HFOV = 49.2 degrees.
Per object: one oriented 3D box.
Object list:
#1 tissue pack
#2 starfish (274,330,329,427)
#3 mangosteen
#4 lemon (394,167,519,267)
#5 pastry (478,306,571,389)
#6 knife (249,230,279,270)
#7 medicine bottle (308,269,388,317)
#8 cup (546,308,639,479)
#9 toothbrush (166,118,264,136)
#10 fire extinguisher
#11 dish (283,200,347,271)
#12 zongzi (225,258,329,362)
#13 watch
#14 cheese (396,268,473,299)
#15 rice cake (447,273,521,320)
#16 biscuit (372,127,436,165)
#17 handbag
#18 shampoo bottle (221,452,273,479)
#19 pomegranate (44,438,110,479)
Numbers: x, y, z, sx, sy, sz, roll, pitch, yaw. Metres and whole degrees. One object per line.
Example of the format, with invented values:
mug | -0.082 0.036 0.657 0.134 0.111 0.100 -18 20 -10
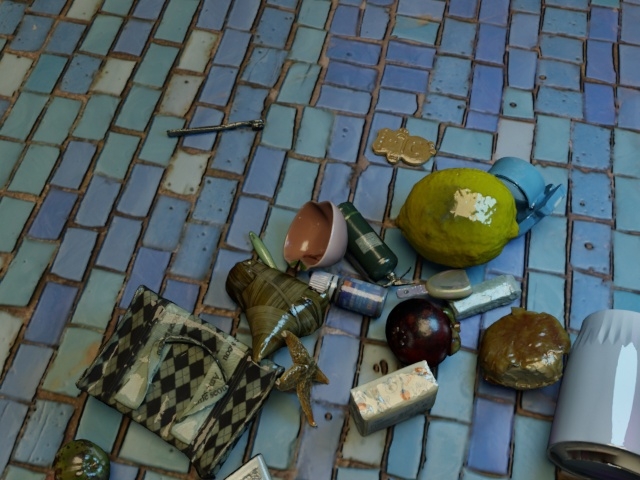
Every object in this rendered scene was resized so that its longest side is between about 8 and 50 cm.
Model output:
tissue pack | 0.169 0.373 1.646 0.196 0.148 0.092 -21 60 -11
starfish | -0.054 0.320 1.643 0.050 0.247 0.138 -5 48 32
mangosteen | 0.260 0.226 1.727 0.199 0.200 0.200 0 60 0
lemon | 0.354 -0.061 1.819 0.321 0.268 0.268 8 61 11
pastry | 0.489 0.269 1.697 0.228 0.100 0.218 -27 36 -5
knife | -0.125 0.089 1.880 0.043 0.020 0.293 -29 66 -14
medicine bottle | 0.070 0.135 1.818 0.203 0.083 0.084 17 62 11
cup | 0.674 0.366 1.595 0.253 0.253 0.372 17 59 10
toothbrush | -0.318 -0.339 2.118 0.297 0.030 0.031 -6 71 -4
fire extinguisher | 0.133 0.030 1.875 0.118 0.093 0.294 -36 66 -5
dish | 0.000 0.000 1.851 0.090 0.213 0.214 22 53 -35
zongzi | -0.163 0.174 1.718 0.285 0.134 0.288 22 36 25
watch | 0.537 -0.134 1.908 0.193 0.211 0.211 43 68 2
cheese | 0.290 0.122 1.793 0.192 0.038 0.097 -11 39 0
rice cake | 0.422 0.149 1.819 0.206 0.063 0.069 -20 57 -10
biscuit | 0.246 -0.277 2.083 0.184 0.027 0.133 29 63 16
handbag | -0.335 0.339 1.666 0.416 0.180 0.317 28 72 9
shampoo bottle | -0.116 0.634 1.546 0.153 0.071 0.284 -31 67 -19
pomegranate | -0.559 0.526 1.575 0.163 0.125 0.138 -18 75 -9
